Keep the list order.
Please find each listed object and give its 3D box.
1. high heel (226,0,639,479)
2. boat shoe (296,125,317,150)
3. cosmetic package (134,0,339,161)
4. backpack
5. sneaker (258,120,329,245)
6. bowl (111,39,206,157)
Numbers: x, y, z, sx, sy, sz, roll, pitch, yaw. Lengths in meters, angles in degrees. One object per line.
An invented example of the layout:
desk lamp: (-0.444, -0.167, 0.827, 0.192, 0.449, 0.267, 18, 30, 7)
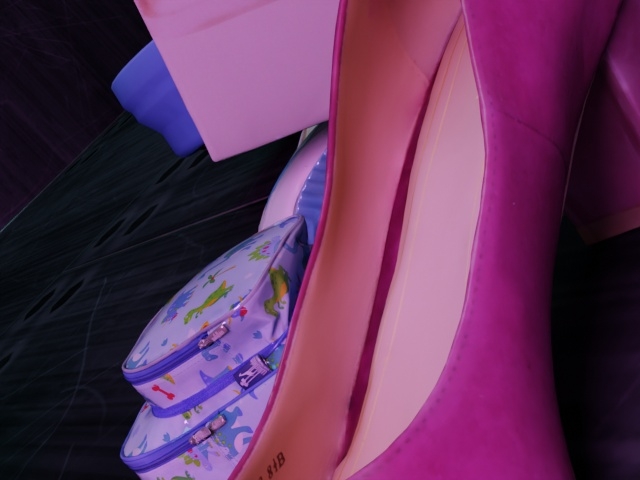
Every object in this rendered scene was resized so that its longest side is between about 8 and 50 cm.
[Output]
high heel: (0.000, 0.000, 0.399, 0.127, 0.181, 0.377, -28, 20, 46)
boat shoe: (0.011, -0.052, 0.800, 0.072, 0.068, 0.190, -53, 5, 29)
cosmetic package: (0.060, -0.170, 0.582, 0.296, 0.129, 0.153, -21, 41, 3)
backpack: (-0.025, 0.051, 0.528, 0.114, 0.084, 0.105, -40, 11, 25)
sneaker: (0.053, -0.068, 0.671, 0.228, 0.087, 0.092, -45, 11, -20)
bowl: (0.033, -0.190, 0.991, 0.391, 0.077, 0.391, -35, 5, 4)
